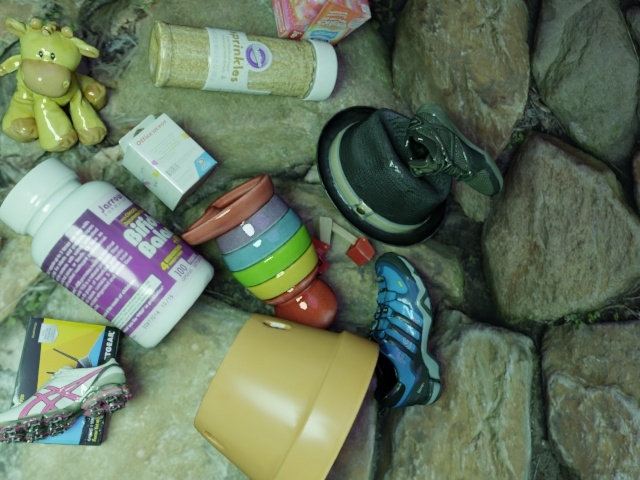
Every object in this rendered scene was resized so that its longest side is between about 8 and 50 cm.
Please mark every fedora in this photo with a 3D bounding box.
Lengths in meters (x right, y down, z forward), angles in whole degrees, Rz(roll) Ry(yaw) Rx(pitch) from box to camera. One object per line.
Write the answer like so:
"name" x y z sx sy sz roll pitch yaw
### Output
"fedora" 0.161 -0.158 1.238 0.334 0.152 0.334 9 69 -24

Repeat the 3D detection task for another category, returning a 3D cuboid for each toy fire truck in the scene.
"toy fire truck" 0.000 0.000 1.167 0.192 0.047 0.135 46 59 -5

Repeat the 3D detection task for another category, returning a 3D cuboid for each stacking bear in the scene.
"stacking bear" -0.076 0.045 1.048 0.289 0.164 0.175 56 25 -15

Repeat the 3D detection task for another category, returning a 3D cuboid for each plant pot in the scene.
"plant pot" -0.062 0.248 0.939 0.203 0.291 0.291 26 62 3

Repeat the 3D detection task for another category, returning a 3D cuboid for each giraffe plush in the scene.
"giraffe plush" -0.434 -0.269 0.973 0.181 0.170 0.210 -16 81 -29

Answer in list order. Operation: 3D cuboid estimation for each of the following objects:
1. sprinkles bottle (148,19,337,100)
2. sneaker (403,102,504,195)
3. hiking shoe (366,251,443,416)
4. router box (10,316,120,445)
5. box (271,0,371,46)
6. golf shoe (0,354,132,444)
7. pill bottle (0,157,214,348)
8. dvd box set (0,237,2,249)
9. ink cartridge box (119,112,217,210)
"sprinkles bottle" -0.147 -0.345 1.169 0.355 0.121 0.121 -2 74 -26
"sneaker" 0.246 -0.143 1.143 0.227 0.087 0.130 42 62 -14
"hiking shoe" 0.143 0.169 1.142 0.132 0.113 0.304 -5 76 -28
"router box" -0.387 0.214 0.905 0.133 0.046 0.179 11 69 -23
"box" -0.019 -0.583 1.278 0.142 0.154 0.300 1 73 -43
"golf shoe" -0.371 0.226 0.853 0.186 0.067 0.086 -15 55 -28
"pill bottle" -0.330 0.015 0.930 0.301 0.169 0.169 40 60 -10
"dvd box set" -0.675 0.120 0.788 0.307 0.062 0.420 25 64 -17
"ink cartridge box" -0.274 -0.143 1.055 0.143 0.090 0.092 44 60 -6
